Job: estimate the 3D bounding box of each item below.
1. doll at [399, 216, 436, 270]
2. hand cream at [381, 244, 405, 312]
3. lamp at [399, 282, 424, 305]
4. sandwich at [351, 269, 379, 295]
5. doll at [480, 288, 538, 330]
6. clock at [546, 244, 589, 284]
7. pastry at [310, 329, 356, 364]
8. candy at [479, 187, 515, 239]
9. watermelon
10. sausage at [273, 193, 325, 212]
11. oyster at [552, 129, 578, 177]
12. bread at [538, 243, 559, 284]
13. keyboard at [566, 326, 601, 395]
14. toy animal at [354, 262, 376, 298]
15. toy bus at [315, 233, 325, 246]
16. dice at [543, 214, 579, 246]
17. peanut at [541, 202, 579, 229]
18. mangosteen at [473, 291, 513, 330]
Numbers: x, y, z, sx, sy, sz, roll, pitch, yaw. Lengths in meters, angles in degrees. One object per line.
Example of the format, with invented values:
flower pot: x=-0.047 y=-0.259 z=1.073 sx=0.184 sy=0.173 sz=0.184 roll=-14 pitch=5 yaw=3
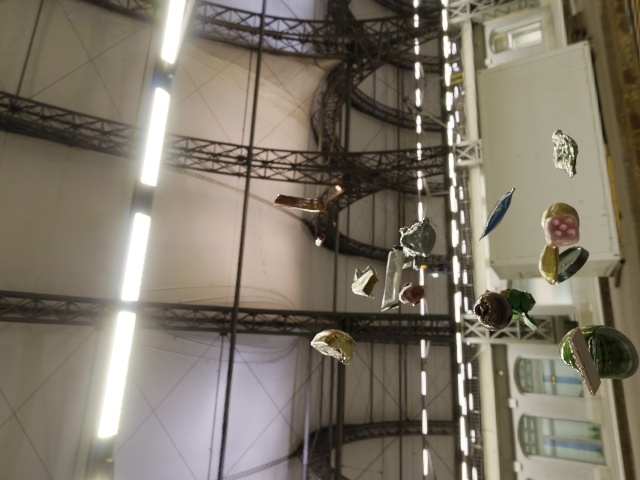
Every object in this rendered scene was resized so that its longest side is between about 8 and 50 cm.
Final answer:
doll: x=0.467 y=0.033 z=2.081 sx=0.158 sy=0.340 sz=0.245 roll=3 pitch=-112 yaw=-22
hand cream: x=0.351 y=0.177 z=1.921 sx=0.076 sy=0.121 sz=0.335 roll=25 pitch=-121 yaw=-18
lamp: x=0.355 y=0.209 z=1.562 sx=0.101 sy=0.101 sz=0.090 roll=6 pitch=-129 yaw=-61
sandwich: x=0.152 y=0.146 z=1.380 sx=0.036 sy=0.105 sz=0.093 roll=42 pitch=-111 yaw=-15
doll: x=0.660 y=0.235 z=1.418 sx=0.106 sy=0.187 sz=0.134 roll=67 pitch=-146 yaw=-58
clock: x=1.102 y=0.110 z=1.814 sx=0.042 sy=0.215 sz=0.215 roll=43 pitch=-148 yaw=6
pastry: x=0.085 y=0.608 z=2.385 sx=0.237 sy=0.256 sz=0.170 roll=37 pitch=-113 yaw=-11
candy: x=0.972 y=-0.143 z=2.213 sx=0.187 sy=0.077 sz=0.331 roll=-19 pitch=-44 yaw=-63
watermelon: x=0.905 y=0.341 z=1.298 sx=0.204 sy=0.232 sz=0.127 roll=-90 pitch=-10 yaw=-64
sausage: x=-0.114 y=-0.207 z=2.254 sx=0.103 sy=0.302 sz=0.076 roll=-13 pitch=-69 yaw=-79
oyster: x=0.795 y=-0.280 z=1.303 sx=0.177 sy=0.064 sz=0.124 roll=-71 pitch=-27 yaw=-50
bread: x=0.866 y=0.065 z=1.521 sx=0.149 sy=0.065 sz=0.187 roll=-41 pitch=-53 yaw=-50
keyboard: x=0.626 y=0.288 z=0.956 sx=0.055 sy=0.017 sz=0.165 roll=-34 pitch=-77 yaw=-32
toy animal: x=0.251 y=0.251 z=2.244 sx=0.127 sy=0.126 sz=0.251 roll=-67 pitch=-23 yaw=-43
toy bus: x=0.000 y=0.000 z=2.118 sx=0.043 sy=0.031 sz=0.110 roll=-42 pitch=-8 yaw=-20
dice: x=0.816 y=-0.032 z=1.363 sx=0.093 sy=0.094 sz=0.091 roll=36 pitch=-129 yaw=-62
peanut: x=0.971 y=-0.076 z=1.625 sx=0.141 sy=0.109 sz=0.159 roll=0 pitch=-102 yaw=-23
mangosteen: x=0.564 y=0.232 z=1.332 sx=0.140 sy=0.140 sz=0.140 roll=18 pitch=-111 yaw=-59
